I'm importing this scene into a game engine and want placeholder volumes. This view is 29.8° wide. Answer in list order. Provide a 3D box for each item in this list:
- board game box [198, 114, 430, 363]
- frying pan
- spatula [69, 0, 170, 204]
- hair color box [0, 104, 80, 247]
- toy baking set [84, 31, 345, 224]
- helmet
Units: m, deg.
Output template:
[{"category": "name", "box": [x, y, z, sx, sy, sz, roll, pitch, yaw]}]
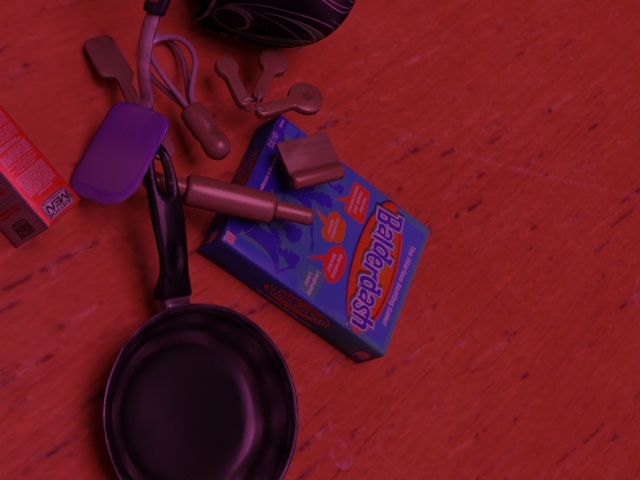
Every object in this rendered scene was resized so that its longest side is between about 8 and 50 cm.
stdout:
[{"category": "board game box", "box": [0.000, 0.000, 1.196, 0.210, 0.047, 0.160, 36, 57, -23]}, {"category": "frying pan", "box": [-0.138, 0.099, 1.045, 0.197, 0.053, 0.326, -37, 102, -35]}, {"category": "spatula", "box": [-0.146, -0.173, 1.047, 0.030, 0.084, 0.296, 10, 99, -52]}, {"category": "hair color box", "box": [-0.273, -0.067, 1.000, 0.141, 0.072, 0.043, 52, 52, -12]}, {"category": "toy baking set", "box": [-0.100, -0.109, 1.137, 0.256, 0.030, 0.196, 9, 57, -19]}, {"category": "helmet", "box": [-0.038, -0.268, 1.188, 0.161, 0.169, 0.169, 5, 72, -23]}]
